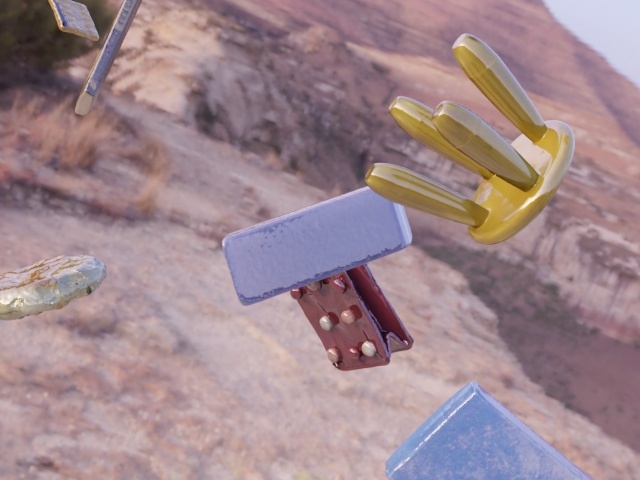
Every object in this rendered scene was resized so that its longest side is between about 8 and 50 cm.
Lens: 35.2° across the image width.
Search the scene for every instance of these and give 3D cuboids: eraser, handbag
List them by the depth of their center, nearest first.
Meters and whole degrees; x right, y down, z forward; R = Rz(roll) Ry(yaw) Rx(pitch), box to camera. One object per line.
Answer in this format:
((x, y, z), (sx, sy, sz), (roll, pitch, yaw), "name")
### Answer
((0.229, 0.295, 1.133), (0.312, 0.144, 0.042), (39, 13, -18), "eraser")
((0.000, 0.000, 1.138), (0.225, 0.081, 0.036), (-20, 8, -14), "eraser")
((0.040, 0.117, 1.702), (0.216, 0.074, 0.203), (58, -29, -7), "handbag")

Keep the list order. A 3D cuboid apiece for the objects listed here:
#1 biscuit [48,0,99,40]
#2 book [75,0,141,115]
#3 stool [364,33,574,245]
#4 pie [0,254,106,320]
((-0.428, -0.386, 1.752), (0.081, 0.018, 0.083), (7, 50, -51), "biscuit")
((-0.280, -0.287, 1.393), (0.024, 0.228, 0.160), (25, -10, -14), "book")
((0.112, -0.069, 0.748), (0.111, 0.135, 0.134), (33, 3, -16), "stool")
((-0.548, 0.093, 1.932), (0.307, 0.071, 0.306), (-15, 10, 3), "pie")
